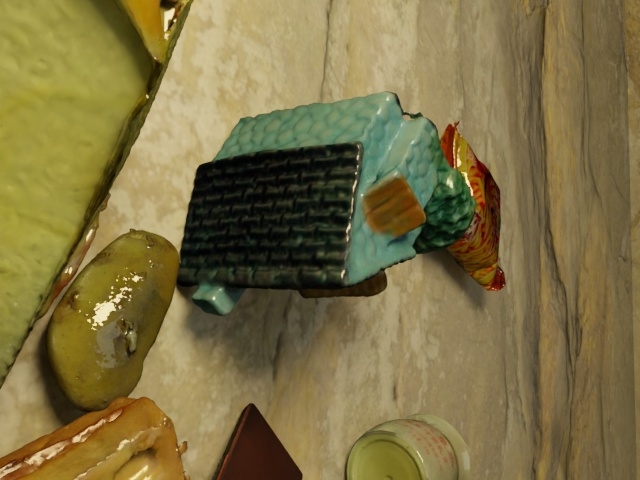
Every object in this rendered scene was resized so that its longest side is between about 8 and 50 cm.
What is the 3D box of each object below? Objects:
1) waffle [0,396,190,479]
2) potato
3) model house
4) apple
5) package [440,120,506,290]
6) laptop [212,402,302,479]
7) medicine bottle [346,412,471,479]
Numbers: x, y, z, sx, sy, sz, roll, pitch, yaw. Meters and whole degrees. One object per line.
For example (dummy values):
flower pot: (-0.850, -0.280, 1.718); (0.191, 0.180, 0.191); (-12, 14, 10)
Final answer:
waffle: (-0.243, 0.286, 0.521); (0.328, 0.098, 0.224); (-27, 119, -42)
potato: (-0.193, 0.068, 0.647); (0.105, 0.085, 0.188); (58, 43, -40)
model house: (0.000, 0.000, 0.746); (0.226, 0.261, 0.241); (58, 47, -32)
apple: (-0.215, -0.068, 0.516); (0.254, 0.179, 0.346); (2, 124, -52)
package: (0.257, -0.059, 1.203); (0.288, 0.108, 0.223); (43, 51, -51)
laptop: (-0.081, 0.310, 0.774); (0.154, 0.026, 0.207); (60, 26, -25)
medicine bottle: (0.131, 0.335, 0.993); (0.143, 0.147, 0.147); (4, 86, -53)
